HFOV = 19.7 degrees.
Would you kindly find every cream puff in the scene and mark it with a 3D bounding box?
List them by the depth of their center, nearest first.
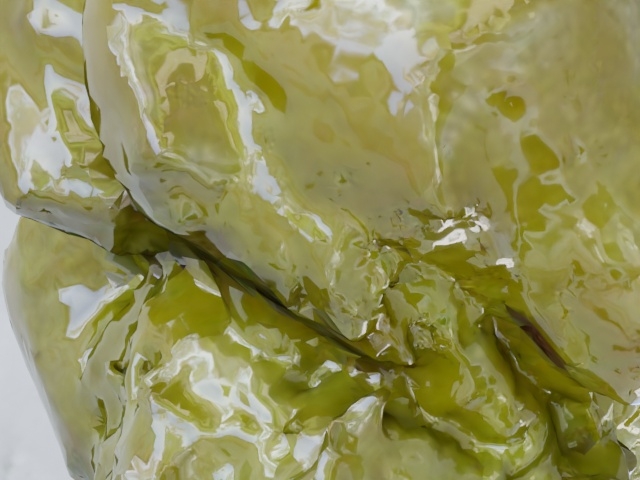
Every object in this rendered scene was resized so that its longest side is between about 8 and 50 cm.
[{"bbox_3d":[0.000,0.000,0.686,0.378,0.275,0.378,38,158,18],"label":"cream puff"}]
